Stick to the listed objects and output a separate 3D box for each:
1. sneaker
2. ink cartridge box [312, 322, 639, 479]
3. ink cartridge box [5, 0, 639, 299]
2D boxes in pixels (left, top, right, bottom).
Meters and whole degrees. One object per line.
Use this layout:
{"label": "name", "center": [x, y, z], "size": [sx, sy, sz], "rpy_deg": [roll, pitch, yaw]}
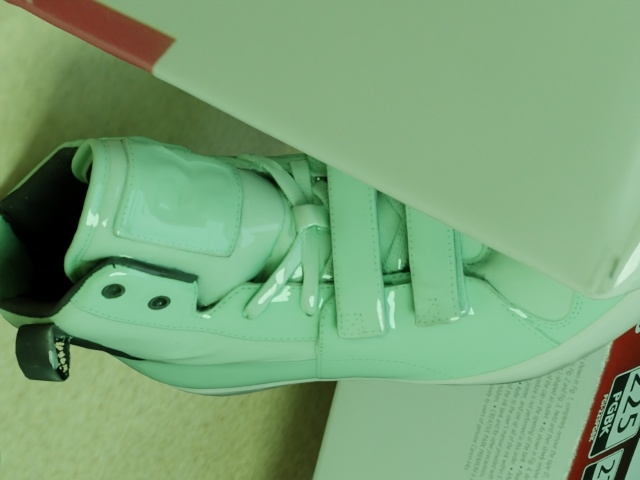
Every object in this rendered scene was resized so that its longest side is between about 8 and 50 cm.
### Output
{"label": "sneaker", "center": [0.000, 0.001, 0.543], "size": [0.151, 0.256, 0.094], "rpy_deg": [22, 57, -54]}
{"label": "ink cartridge box", "center": [0.138, 0.043, 0.774], "size": [0.272, 0.130, 0.309], "rpy_deg": [-18, 129, -50]}
{"label": "ink cartridge box", "center": [0.089, -0.134, 0.506], "size": [0.385, 0.279, 0.160], "rpy_deg": [-12, 123, -53]}
